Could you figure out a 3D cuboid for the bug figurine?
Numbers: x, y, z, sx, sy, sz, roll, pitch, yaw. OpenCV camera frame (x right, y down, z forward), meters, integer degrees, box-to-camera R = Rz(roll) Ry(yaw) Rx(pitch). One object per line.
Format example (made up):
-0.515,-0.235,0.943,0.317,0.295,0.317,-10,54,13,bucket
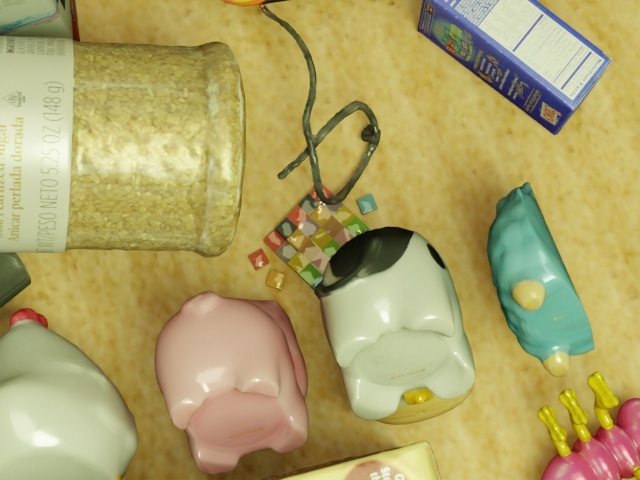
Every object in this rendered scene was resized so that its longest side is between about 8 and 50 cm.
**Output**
0.242,0.145,0.950,0.216,0.072,0.279,-26,78,-11,bug figurine

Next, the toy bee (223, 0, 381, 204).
-0.031,-0.195,0.957,0.162,0.195,0.298,23,92,27,toy bee

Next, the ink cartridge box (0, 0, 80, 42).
-0.185,-0.175,0.941,0.072,0.175,0.127,-7,82,-2,ink cartridge box

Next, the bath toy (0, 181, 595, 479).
-0.032,0.061,0.935,0.348,0.151,0.129,-16,48,1,bath toy

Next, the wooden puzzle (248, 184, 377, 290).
0.000,0.000,1.003,0.049,0.006,0.083,43,83,5,wooden puzzle

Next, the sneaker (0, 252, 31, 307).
-0.278,-0.004,0.974,0.222,0.083,0.118,40,64,12,sneaker

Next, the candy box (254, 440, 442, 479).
-0.090,0.185,0.884,0.316,0.183,0.088,-14,83,-3,candy box

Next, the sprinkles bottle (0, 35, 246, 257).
-0.222,-0.053,0.894,0.355,0.121,0.121,1,81,-11,sprinkles bottle

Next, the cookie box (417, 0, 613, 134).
0.111,-0.114,0.980,0.107,0.092,0.040,39,86,4,cookie box
